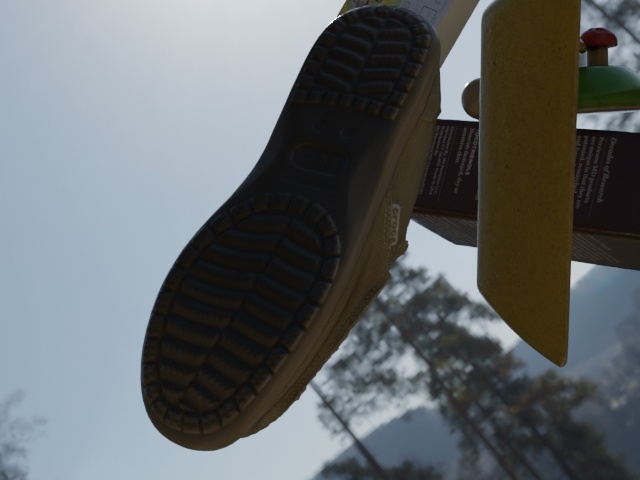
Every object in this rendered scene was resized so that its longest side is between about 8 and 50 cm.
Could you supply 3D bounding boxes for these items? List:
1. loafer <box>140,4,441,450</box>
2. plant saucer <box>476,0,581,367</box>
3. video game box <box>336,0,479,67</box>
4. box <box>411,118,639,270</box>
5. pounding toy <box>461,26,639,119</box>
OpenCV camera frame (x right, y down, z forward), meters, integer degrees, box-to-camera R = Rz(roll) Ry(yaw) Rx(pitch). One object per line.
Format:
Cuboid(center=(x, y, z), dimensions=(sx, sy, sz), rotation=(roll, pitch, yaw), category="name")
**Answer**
Cuboid(center=(0.000, 0.000, 0.639), dimensions=(0.269, 0.102, 0.092), rotation=(-59, -33, -12), category="loafer")
Cuboid(center=(0.190, -0.096, 1.042), dimensions=(0.333, 0.080, 0.333), rotation=(-52, -37, -71), category="plant saucer")
Cuboid(center=(0.132, -0.335, 1.459), dimensions=(0.048, 0.187, 0.205), rotation=(24, -80, -44), category="video game box")
Cuboid(center=(0.303, -0.058, 1.491), dimensions=(0.191, 0.381, 0.143), rotation=(26, -102, -51), category="box")
Cuboid(center=(0.301, -0.212, 1.461), dimensions=(0.236, 0.110, 0.183), rotation=(-2, 4, 14), category="pounding toy")
